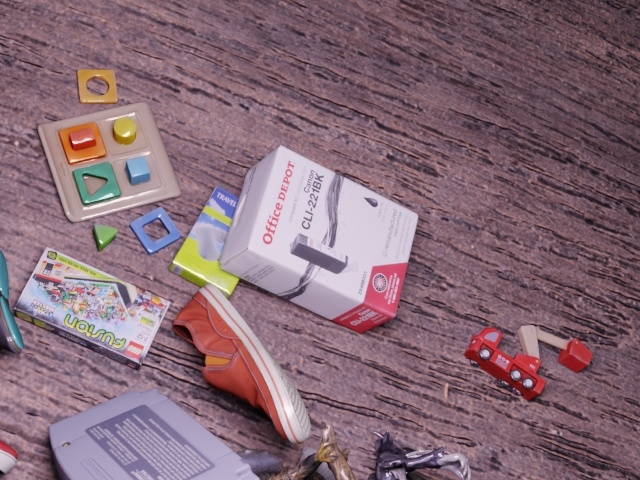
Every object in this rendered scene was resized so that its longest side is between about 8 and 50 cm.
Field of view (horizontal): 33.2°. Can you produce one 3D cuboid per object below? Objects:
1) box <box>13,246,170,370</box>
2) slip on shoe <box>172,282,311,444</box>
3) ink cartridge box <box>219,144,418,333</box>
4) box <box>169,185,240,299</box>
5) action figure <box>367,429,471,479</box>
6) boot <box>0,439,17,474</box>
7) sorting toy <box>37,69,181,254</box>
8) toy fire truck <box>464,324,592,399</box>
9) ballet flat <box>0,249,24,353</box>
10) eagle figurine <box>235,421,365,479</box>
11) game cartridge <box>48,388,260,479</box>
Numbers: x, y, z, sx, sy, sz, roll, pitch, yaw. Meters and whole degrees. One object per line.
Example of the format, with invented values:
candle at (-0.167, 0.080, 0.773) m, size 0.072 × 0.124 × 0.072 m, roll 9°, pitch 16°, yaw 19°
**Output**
box at (-0.347, 0.104, 1.634) m, size 0.207 × 0.036 × 0.114 m, roll 24°, pitch 62°, yaw -6°
slip on shoe at (-0.117, 0.191, 1.573) m, size 0.101 × 0.123 × 0.331 m, roll -39°, pitch 48°, yaw -7°
ink cartridge box at (0.000, 0.000, 1.720) m, size 0.273 × 0.114 × 0.196 m, roll 25°, pitch 61°, yaw -19°
box at (-0.156, -0.003, 1.739) m, size 0.109 × 0.042 × 0.178 m, roll 29°, pitch 62°, yaw -5°
action figure at (0.147, 0.384, 1.563) m, size 0.141 × 0.164 × 0.275 m, roll -4°, pitch 35°, yaw -7°
boot at (-0.503, 0.208, 1.513) m, size 0.244 × 0.088 × 0.176 m, roll 31°, pitch 60°, yaw 1°
sorting toy at (-0.340, -0.137, 1.736) m, size 0.196 × 0.047 × 0.347 m, roll -15°, pitch 72°, yaw -23°
toy fire truck at (0.351, 0.192, 1.813) m, size 0.192 × 0.047 × 0.135 m, roll 34°, pitch 61°, yaw 0°
ballet flat at (-0.480, 0.095, 1.555) m, size 0.074 × 0.074 × 0.203 m, roll -8°, pitch 47°, yaw -21°
eagle figurine at (-0.088, 0.385, 1.536) m, size 0.298 × 0.225 × 0.226 m, roll -28°, pitch 31°, yaw 3°
game cartridge at (-0.243, 0.306, 1.460) m, size 0.198 × 0.062 × 0.297 m, roll -25°, pitch 32°, yaw -29°
